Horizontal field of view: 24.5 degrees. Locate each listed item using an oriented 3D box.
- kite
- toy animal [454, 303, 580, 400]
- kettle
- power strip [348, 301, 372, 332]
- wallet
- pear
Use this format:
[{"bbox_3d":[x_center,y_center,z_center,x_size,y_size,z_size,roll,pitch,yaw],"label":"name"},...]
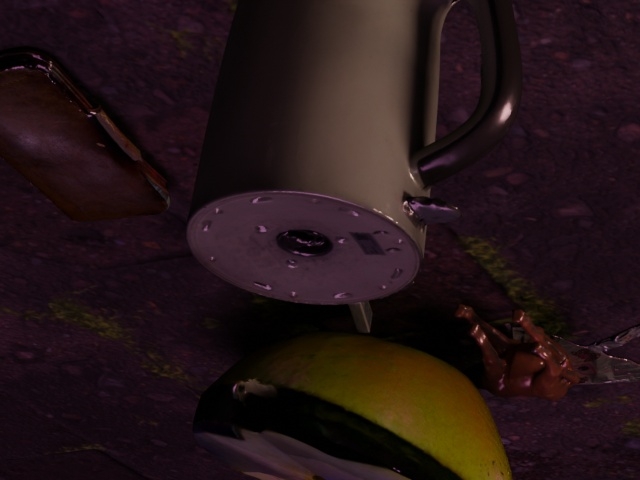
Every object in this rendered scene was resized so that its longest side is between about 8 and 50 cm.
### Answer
[{"bbox_3d":[0.309,0.127,1.673,0.229,0.012,0.250,19,148,-24],"label":"kite"},{"bbox_3d":[0.191,0.145,1.672,0.224,0.066,0.229,9,153,28],"label":"toy animal"},{"bbox_3d":[0.030,-0.101,1.052,0.240,0.255,0.165,-6,147,26],"label":"kettle"},{"bbox_3d":[0.043,0.073,1.608,0.017,0.027,0.083,1,151,11],"label":"power strip"},{"bbox_3d":[-0.242,-0.089,1.366,0.137,0.031,0.255,-8,149,23],"label":"wallet"},{"bbox_3d":[0.063,0.215,1.665,0.399,0.165,0.399,22,159,9],"label":"pear"}]
